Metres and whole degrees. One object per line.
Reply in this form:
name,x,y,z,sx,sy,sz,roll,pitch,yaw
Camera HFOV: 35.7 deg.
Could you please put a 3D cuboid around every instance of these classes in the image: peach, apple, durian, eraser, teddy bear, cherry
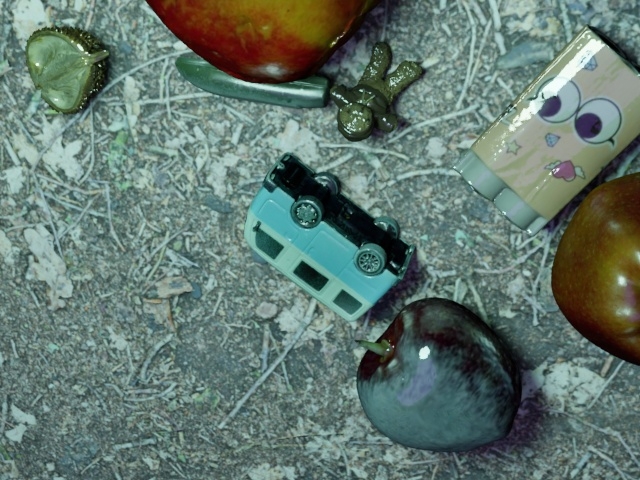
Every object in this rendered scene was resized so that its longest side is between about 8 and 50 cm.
peach,-0.099,-0.430,1.371,0.339,0.353,0.417,-37,95,25
apple,0.485,0.043,1.434,0.288,0.317,0.288,0,104,0
durian,-0.404,-0.294,1.650,0.188,0.091,0.148,-9,111,42
eraser,0.359,-0.162,1.497,0.171,0.087,0.290,41,115,-2
teddy bear,0.079,-0.222,1.553,0.119,0.078,0.160,33,77,3
cherry,0.185,0.224,1.627,0.296,0.218,0.255,33,109,-5

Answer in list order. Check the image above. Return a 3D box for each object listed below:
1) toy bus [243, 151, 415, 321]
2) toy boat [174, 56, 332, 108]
toy bus,0.000,0.000,1.637,0.271,0.133,0.165,37,120,-4
toy boat,-0.109,-0.266,1.594,0.260,0.078,0.085,10,90,10
